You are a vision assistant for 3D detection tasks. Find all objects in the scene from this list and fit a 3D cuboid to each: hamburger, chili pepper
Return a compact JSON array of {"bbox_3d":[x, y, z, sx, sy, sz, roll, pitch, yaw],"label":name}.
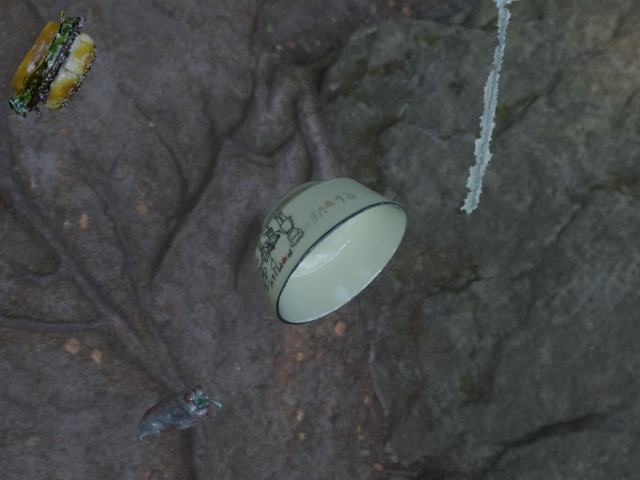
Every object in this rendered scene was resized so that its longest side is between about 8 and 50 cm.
[{"bbox_3d":[-0.430,-0.277,1.117,0.093,0.164,0.189,33,87,-26],"label":"hamburger"},{"bbox_3d":[-0.196,0.235,0.941,0.041,0.153,0.050,-13,76,-56],"label":"chili pepper"}]

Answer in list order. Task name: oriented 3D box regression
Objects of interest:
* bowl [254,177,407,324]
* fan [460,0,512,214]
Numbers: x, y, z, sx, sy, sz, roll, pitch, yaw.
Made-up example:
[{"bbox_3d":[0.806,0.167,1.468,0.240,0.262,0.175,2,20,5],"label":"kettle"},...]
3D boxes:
[{"bbox_3d":[0.000,0.000,1.008,0.238,0.237,0.126,-3,43,-50],"label":"bowl"},{"bbox_3d":[0.103,-0.155,0.378,0.191,0.009,0.329,-18,129,-22],"label":"fan"}]
